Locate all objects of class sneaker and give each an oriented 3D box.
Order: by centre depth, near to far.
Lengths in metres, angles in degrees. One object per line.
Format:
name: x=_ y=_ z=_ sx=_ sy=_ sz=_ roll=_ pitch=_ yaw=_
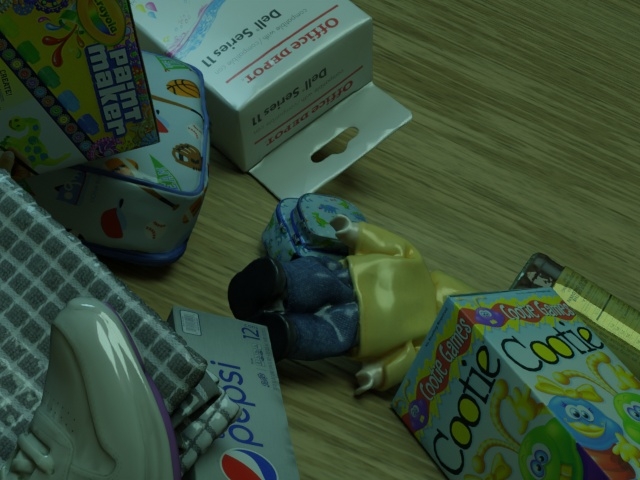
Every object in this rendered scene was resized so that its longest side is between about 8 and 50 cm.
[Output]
sneaker: x=-0.170 y=0.188 z=0.951 sx=0.152 sy=0.305 sz=0.114 roll=0 pitch=8 yaw=-26

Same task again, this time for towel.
towel: x=-0.233 y=0.102 z=1.103 sx=0.284 sy=0.121 sz=0.235 roll=39 pitch=69 yaw=21

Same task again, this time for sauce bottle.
sauce bottle: x=0.339 y=0.145 z=1.570 sx=0.344 sy=0.111 sz=0.111 roll=34 pitch=31 yaw=7

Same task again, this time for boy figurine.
boy figurine: x=0.050 y=0.060 z=1.483 sx=0.285 sy=0.092 sz=0.177 roll=-1 pitch=72 yaw=-40

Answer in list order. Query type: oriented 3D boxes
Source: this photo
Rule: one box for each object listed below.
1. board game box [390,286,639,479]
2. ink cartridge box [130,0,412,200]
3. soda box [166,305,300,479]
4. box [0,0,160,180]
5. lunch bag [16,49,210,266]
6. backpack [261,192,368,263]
board game box: x=0.213 y=0.185 z=1.375 sx=0.142 sy=0.144 sz=0.275 roll=-2 pitch=39 yaw=-38
ink cartridge box: x=-0.080 y=-0.222 z=1.743 sx=0.207 sy=0.119 sz=0.353 roll=-38 pitch=62 yaw=-21
soda box: x=-0.081 y=0.181 z=1.208 sx=0.091 sy=0.098 sz=0.286 roll=14 pitch=32 yaw=-21
box: x=-0.320 y=-0.192 z=1.383 sx=0.279 sy=0.177 sz=0.290 roll=-16 pitch=36 yaw=-9
lunch bag: x=-0.237 y=-0.105 z=1.533 sx=0.243 sy=0.115 sz=0.303 roll=11 pitch=31 yaw=-13
backpack: x=0.000 y=0.000 z=1.569 sx=0.105 sy=0.084 sz=0.114 roll=9 pitch=31 yaw=-30
